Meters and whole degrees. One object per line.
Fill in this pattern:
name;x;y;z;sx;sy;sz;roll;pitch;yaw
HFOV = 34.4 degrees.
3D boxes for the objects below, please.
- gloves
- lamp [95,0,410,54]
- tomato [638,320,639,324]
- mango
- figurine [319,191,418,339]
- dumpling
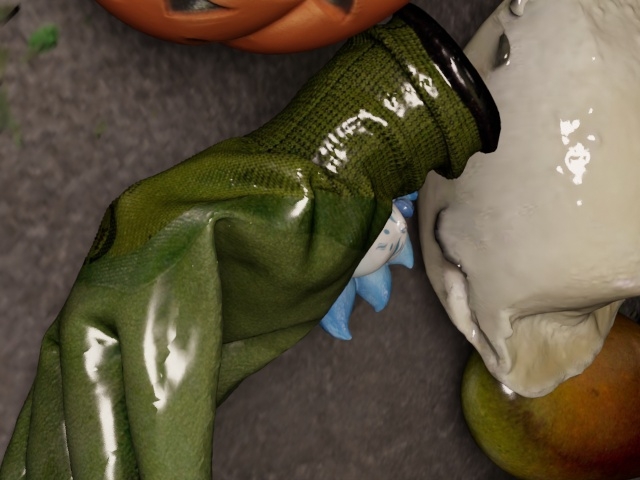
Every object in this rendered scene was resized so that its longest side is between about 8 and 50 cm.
gloves;-0.039;0.021;0.407;0.268;0.107;0.135;-53;166;-4
lamp;-0.027;-0.157;0.359;0.187;0.164;0.188;7;78;-34
tomato;0.392;0.101;0.963;0.208;0.184;0.208;-11;126;-16
mango;0.184;0.109;0.747;0.267;0.111;0.133;12;79;-45
figurine;0.000;0.000;0.502;0.114;0.079;0.114;-28;127;-45
dumpling;0.174;-0.048;0.613;0.226;0.175;0.243;-4;139;-35
